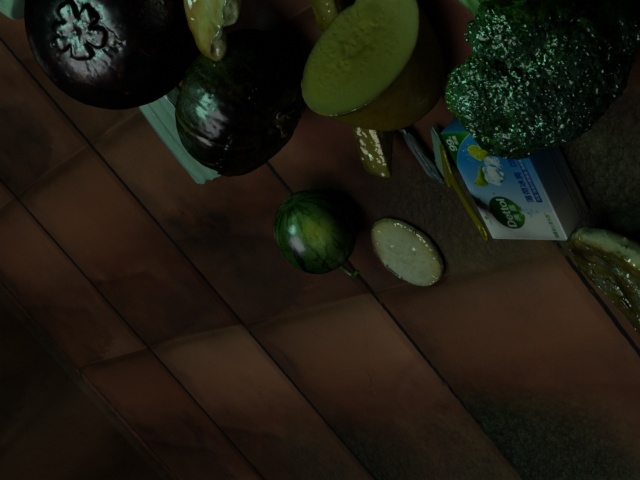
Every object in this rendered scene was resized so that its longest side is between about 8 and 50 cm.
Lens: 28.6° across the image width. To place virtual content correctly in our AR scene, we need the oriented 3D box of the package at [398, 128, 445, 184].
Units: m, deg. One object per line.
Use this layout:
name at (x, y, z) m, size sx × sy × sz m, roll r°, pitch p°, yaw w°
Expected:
package at (0.155, -0.129, 1.927) m, size 0.110 × 0.015 × 0.037 m, roll 54°, pitch 178°, yaw -16°

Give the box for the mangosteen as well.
mangosteen at (-0.310, -0.352, 1.970) m, size 0.297 × 0.293 × 0.297 m, roll 2°, pitch 94°, yaw 29°

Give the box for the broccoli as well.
broccoli at (0.246, -0.227, 1.531) m, size 0.269 × 0.254 × 0.269 m, roll 7°, pitch 99°, yaw 57°

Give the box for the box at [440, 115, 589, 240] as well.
box at (0.275, -0.096, 1.777) m, size 0.139 × 0.073 × 0.194 m, roll 2°, pitch 131°, yaw 48°

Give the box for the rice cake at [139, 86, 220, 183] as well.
rice cake at (-0.258, -0.210, 2.293) m, size 0.237 × 0.043 × 0.127 m, roll 52°, pitch 147°, yaw -16°

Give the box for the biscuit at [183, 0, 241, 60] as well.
biscuit at (-0.136, -0.413, 1.790) m, size 0.154 × 0.045 × 0.299 m, roll 54°, pitch 135°, yaw 29°

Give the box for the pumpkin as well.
pumpkin at (-0.116, -0.208, 1.944) m, size 0.159 × 0.238 × 0.238 m, roll 31°, pitch 148°, yaw 25°

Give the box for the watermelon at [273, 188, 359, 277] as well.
watermelon at (0.000, 0.000, 2.157) m, size 0.140 × 0.141 × 0.187 m, roll 2°, pitch 135°, yaw 48°

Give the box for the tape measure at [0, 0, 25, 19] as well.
tape measure at (-0.448, -0.486, 2.029) m, size 0.115 × 0.235 × 0.207 m, roll 34°, pitch 135°, yaw 14°

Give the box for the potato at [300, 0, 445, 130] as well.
potato at (0.094, -0.226, 1.742) m, size 0.178 × 0.203 × 0.158 m, roll 20°, pitch 167°, yaw 44°

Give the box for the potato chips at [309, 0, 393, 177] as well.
potato chips at (0.037, -0.272, 1.837) m, size 0.057 × 0.080 × 0.407 m, roll 0°, pitch 129°, yaw 28°

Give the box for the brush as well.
brush at (0.204, -0.073, 1.832) m, size 0.083 × 0.011 × 0.205 m, roll 75°, pitch 174°, yaw -50°

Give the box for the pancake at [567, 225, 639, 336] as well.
pancake at (0.474, 0.121, 1.709) m, size 0.356 × 0.065 × 0.356 m, roll 53°, pitch 180°, yaw 1°

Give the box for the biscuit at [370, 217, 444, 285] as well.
biscuit at (0.145, 0.021, 2.131) m, size 0.152 × 0.020 × 0.152 m, roll 29°, pitch 147°, yaw 21°
